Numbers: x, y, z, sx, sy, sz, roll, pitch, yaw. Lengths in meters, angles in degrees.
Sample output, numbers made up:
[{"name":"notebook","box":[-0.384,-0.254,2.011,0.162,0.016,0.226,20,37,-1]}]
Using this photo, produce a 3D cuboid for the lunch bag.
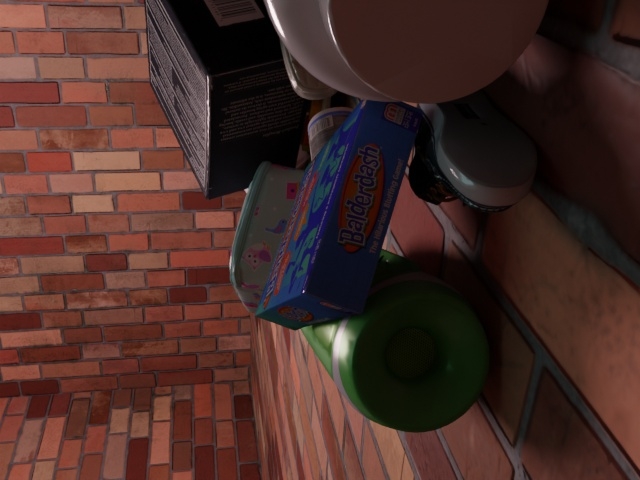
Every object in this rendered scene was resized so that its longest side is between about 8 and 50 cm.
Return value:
[{"name":"lunch bag","box":[-0.067,0.004,1.167,0.279,0.108,0.224,82,-161,-71]}]

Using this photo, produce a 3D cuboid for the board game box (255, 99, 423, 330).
[{"name":"board game box","box":[0.007,-0.011,0.585,0.210,0.047,0.160,142,147,-72]}]

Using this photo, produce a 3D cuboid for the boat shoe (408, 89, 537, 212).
[{"name":"boat shoe","box":[0.106,-0.051,0.511,0.183,0.065,0.083,-94,6,-58]}]

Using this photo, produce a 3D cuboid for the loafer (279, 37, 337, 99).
[{"name":"loafer","box":[-0.003,-0.330,0.972,0.111,0.112,0.319,100,173,-70]}]

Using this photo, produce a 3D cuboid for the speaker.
[{"name":"speaker","box":[0.051,0.077,0.663,0.296,0.131,0.131,-151,59,-79]}]

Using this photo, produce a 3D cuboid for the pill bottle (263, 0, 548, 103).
[{"name":"pill bottle","box":[0.039,-0.216,0.501,0.323,0.181,0.181,-108,18,-56]}]

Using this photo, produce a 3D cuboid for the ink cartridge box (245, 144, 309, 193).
[{"name":"ink cartridge box","box":[-0.184,-0.256,1.560,0.385,0.091,0.308,53,164,7]}]

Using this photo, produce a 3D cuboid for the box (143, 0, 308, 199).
[{"name":"box","box":[-0.159,-0.282,1.151,0.296,0.182,0.294,61,156,25]}]

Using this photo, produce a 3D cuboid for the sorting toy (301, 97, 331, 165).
[{"name":"sorting toy","box":[-0.003,-0.225,1.120,0.193,0.038,0.208,110,163,-65]}]

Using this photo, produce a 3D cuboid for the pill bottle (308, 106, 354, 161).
[{"name":"pill bottle","box":[0.028,-0.096,0.899,0.078,0.078,0.137,105,160,-60]}]
